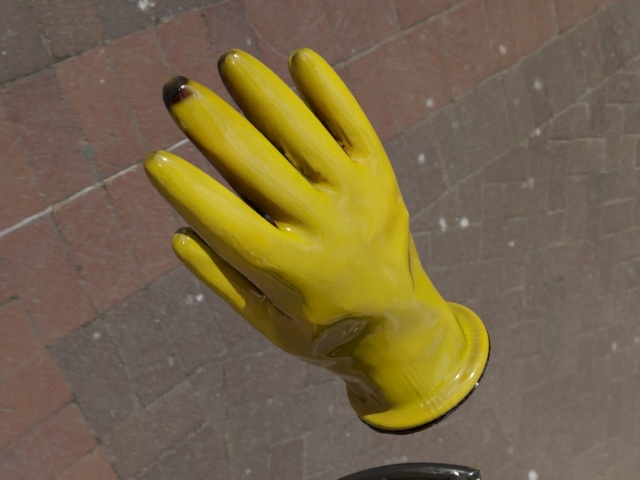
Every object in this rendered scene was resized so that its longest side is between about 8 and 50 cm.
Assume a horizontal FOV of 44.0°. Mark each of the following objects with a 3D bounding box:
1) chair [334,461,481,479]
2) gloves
[{"bbox_3d":[0.043,0.277,0.464,0.141,0.154,0.260,63,19,-24],"label":"chair"},{"bbox_3d":[0.001,-0.001,0.530,0.294,0.116,0.133,52,59,-32],"label":"gloves"}]
